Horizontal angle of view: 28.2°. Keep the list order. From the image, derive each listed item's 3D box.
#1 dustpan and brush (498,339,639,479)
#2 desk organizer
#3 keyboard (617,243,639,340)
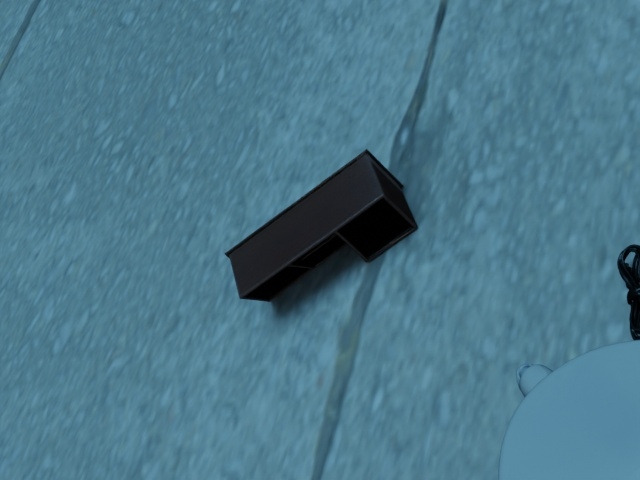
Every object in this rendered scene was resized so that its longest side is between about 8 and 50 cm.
[{"bbox_3d":[0.135,0.091,0.635,0.147,0.060,0.211,-35,26,-3],"label":"dustpan and brush"},{"bbox_3d":[0.000,0.000,0.896,0.130,0.047,0.050,-36,40,15],"label":"desk organizer"},{"bbox_3d":[0.208,0.020,0.687,0.108,0.023,0.180,-15,46,36],"label":"keyboard"}]
